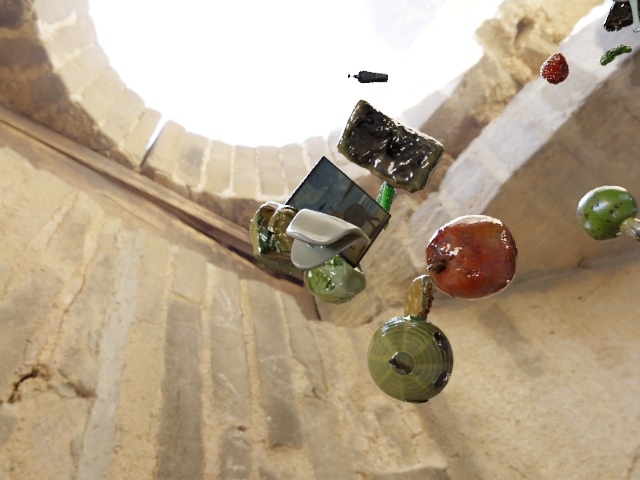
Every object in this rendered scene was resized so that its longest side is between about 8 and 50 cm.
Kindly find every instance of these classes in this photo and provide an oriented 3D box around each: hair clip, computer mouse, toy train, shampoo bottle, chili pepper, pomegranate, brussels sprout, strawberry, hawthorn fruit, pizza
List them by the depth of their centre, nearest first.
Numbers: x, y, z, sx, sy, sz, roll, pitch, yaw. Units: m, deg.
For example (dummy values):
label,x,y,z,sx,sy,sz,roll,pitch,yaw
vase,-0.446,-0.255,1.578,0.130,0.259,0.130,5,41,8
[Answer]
label,x,y,z,sx,sy,sz,roll,pitch,yaw
hair clip,0.006,-0.018,1.387,0.173,0.113,0.282,22,-149,24
strawberry,0.623,-0.460,1.402,0.073,0.073,0.083,56,-176,30
computer mouse,0.912,-0.700,1.522,0.147,0.241,0.077,-9,-112,-15
chili pepper,0.860,-0.545,1.546,0.030,0.091,0.034,24,-132,-46
hawthorn fruit,0.431,0.059,1.595,0.308,0.276,0.276,-12,-125,-41
pizza,0.323,0.212,1.740,0.058,0.246,0.127,-4,-156,-16
shampoo bottle,0.159,-0.547,1.768,0.137,0.048,0.027,3,175,2
pomegranate,0.994,-0.079,1.789,0.202,0.202,0.248,20,-157,-43
brussels sprout,0.058,0.136,2.021,0.210,0.219,0.271,22,180,-31
toy train,0.287,-0.160,2.351,0.085,0.251,0.119,14,160,2

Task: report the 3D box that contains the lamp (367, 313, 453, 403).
label,x,y,z,sx,sy,sz,roll,pitch,yaw
lamp,0.246,0.333,1.486,0.250,0.250,0.284,50,-168,19

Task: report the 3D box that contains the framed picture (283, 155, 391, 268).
label,x,y,z,sx,sy,sz,roll,pitch,yaw
framed picture,0.065,-0.103,1.895,0.347,0.265,0.016,41,160,-10

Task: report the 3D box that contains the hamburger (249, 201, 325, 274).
label,x,y,z,sx,sy,sz,roll,pitch,yaw
hamburger,-0.106,-0.019,1.660,0.309,0.133,0.211,20,-125,-51

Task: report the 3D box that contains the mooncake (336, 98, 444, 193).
label,x,y,z,sx,sy,sz,roll,pitch,yaw
mooncake,0.274,-0.358,2.068,0.393,0.246,0.394,12,-158,-42

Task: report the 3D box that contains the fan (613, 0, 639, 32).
label,x,y,z,sx,sy,sz,roll,pitch,yaw
fan,0.849,-0.683,1.437,0.008,0.153,0.226,-35,-69,-54
